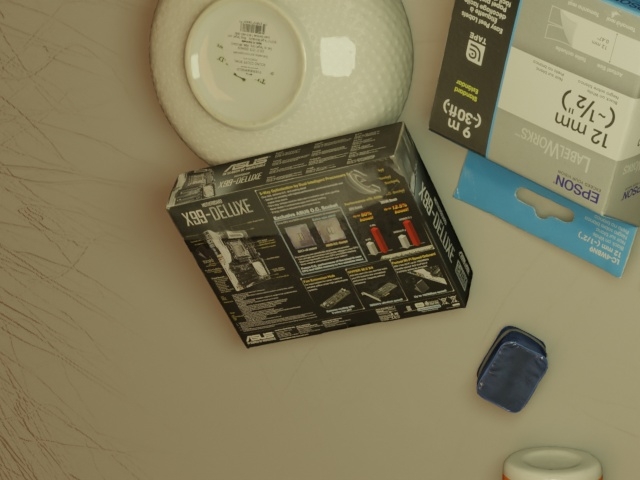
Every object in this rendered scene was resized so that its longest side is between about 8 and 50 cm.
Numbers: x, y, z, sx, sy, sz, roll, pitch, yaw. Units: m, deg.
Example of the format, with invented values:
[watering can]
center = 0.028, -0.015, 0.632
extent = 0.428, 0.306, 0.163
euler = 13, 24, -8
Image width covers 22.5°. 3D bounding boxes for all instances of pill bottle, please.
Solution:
[pill bottle]
center = 0.282, 0.372, 1.957
extent = 0.121, 0.121, 0.221
euler = 3, 102, 21

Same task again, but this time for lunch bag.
[lunch bag]
center = 0.233, 0.159, 1.966
extent = 0.067, 0.065, 0.098
euler = 29, 109, -3

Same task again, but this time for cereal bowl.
[cereal bowl]
center = -0.067, -0.223, 1.966
extent = 0.339, 0.141, 0.338
euler = 5, 103, 21

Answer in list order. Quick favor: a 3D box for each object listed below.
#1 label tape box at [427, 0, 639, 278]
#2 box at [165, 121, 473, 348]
[label tape box]
center = 0.257, -0.142, 1.810
extent = 0.249, 0.115, 0.347
euler = 29, 122, 31
[box]
center = 0.000, 0.000, 1.959
extent = 0.308, 0.076, 0.242
euler = -12, 125, 23
